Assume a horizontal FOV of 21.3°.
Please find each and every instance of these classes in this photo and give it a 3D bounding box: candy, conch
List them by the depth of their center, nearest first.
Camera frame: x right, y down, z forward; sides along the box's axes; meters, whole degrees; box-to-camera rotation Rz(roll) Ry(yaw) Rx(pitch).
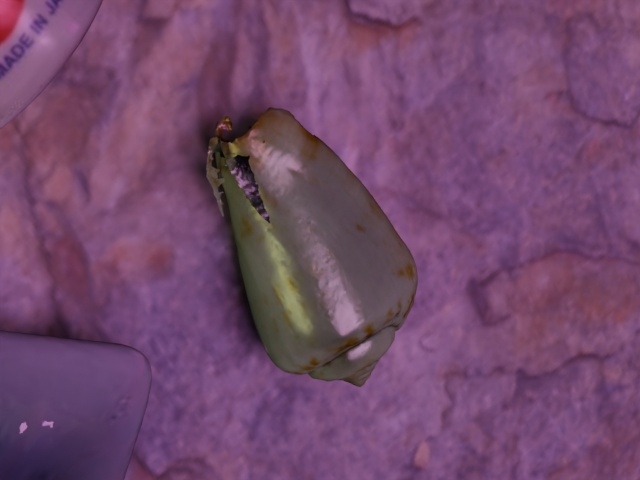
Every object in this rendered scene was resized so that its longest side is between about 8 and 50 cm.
[{"bbox_3d":[-0.178,0.106,0.847,0.174,0.071,0.138,10,105,-33],"label":"candy"},{"bbox_3d":[0.000,0.000,0.936,0.106,0.079,0.170,-35,111,-37],"label":"conch"}]

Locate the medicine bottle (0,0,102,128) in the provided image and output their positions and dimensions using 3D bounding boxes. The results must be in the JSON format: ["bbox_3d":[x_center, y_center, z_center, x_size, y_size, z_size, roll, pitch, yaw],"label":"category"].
[{"bbox_3d":[-0.250,-0.183,0.702,0.341,0.130,0.130,40,79,-31],"label":"medicine bottle"}]
